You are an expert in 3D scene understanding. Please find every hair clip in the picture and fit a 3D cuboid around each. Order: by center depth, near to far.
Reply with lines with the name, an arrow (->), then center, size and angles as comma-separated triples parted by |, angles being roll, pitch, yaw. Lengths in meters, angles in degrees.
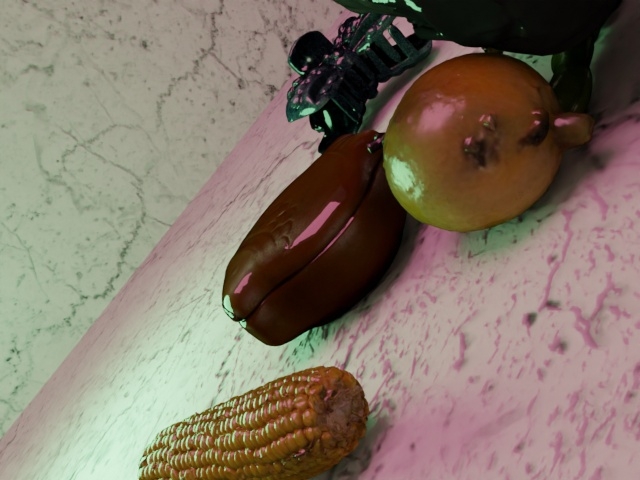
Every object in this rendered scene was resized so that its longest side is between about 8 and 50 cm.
hair clip -> 0.052, -0.313, 1.251 | 0.310, 0.194, 0.206 | -50, 24, -8

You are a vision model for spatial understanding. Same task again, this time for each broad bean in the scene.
broad bean -> 0.278, -0.206, 0.708 | 0.053, 0.052, 0.256 | 15, 52, 23

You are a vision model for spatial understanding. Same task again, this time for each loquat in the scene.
loquat -> 0.147, -0.092, 0.616 | 0.205, 0.149, 0.172 | -2, 47, 44

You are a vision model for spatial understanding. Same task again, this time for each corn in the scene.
corn -> -0.067, 0.193, 0.619 | 0.293, 0.106, 0.106 | -30, 25, 38

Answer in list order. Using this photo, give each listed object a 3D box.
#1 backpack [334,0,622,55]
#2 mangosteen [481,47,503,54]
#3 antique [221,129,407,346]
backpack -> 0.133, -0.367, 0.680 | 0.363, 0.255, 0.446 | -52, 34, -9
mangosteen -> 0.250, -0.328, 0.861 | 0.200, 0.200, 0.199 | -43, 19, 18
antique -> 0.000, 0.000, 0.796 | 0.278, 0.129, 0.223 | -53, 18, -13
